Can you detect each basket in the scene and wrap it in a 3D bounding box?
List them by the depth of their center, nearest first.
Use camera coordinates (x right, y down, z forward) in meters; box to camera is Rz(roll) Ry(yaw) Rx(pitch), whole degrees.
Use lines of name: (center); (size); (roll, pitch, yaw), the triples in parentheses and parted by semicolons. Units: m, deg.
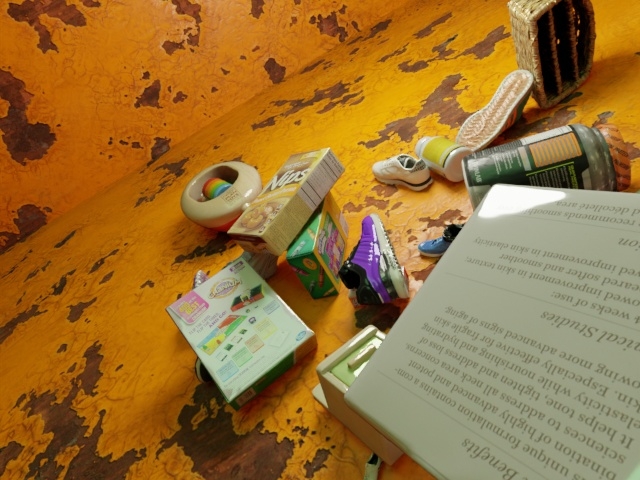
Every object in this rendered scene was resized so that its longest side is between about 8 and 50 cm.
basket: (0.707, -0.582, 1.314); (0.214, 0.299, 0.223); (-17, 35, 16)

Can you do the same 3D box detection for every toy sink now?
toy sink: (0.092, 0.265, 0.842); (0.153, 0.131, 0.234); (-31, 32, -26)

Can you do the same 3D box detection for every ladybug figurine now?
ladybug figurine: (-0.354, -0.153, 1.669); (0.305, 0.161, 0.449); (-40, 36, -12)

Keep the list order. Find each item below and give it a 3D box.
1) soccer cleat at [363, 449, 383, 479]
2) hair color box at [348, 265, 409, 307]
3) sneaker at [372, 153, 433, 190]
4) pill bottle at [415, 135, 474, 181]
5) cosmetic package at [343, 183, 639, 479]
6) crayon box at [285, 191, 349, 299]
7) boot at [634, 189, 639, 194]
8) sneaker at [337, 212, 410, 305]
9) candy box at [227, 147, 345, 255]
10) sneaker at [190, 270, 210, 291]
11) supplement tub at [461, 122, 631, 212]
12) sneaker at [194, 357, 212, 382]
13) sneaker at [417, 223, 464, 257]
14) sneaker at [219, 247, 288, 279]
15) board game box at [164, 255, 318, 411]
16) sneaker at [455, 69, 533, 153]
soccer cleat: (0.088, 0.408, 0.780); (0.029, 0.035, 0.083); (0, 45, 36)
hair color box: (0.143, 0.114, 1.091); (0.141, 0.043, 0.072); (-14, 38, 21)
sneaker: (0.246, -0.229, 1.392); (0.090, 0.094, 0.235); (-46, 37, -18)
pill bottle: (0.362, -0.249, 1.323); (0.103, 0.103, 0.184); (-34, 36, -5)
cosmetic package: (0.318, 0.183, 0.567); (0.393, 0.327, 0.329); (-51, 32, -13)
crayon box: (0.000, 0.000, 1.227); (0.081, 0.165, 0.278); (-14, 38, 23)
boot: (0.744, -0.081, 0.866); (0.244, 0.088, 0.176); (-41, 36, -1)
sneaker: (0.107, 0.044, 1.077); (0.146, 0.102, 0.293); (-23, 34, 10)
candy box: (-0.092, -0.107, 1.207); (0.183, 0.087, 0.316); (5, 53, 51)
sneaker: (-0.371, 0.187, 1.336); (0.105, 0.095, 0.236); (-33, 36, 10)
supplement tub: (0.503, -0.146, 1.020); (0.316, 0.193, 0.193); (-14, 39, 21)
sneaker: (-0.214, 0.267, 1.126); (0.097, 0.084, 0.234); (18, 58, 45)
sneaker: (0.302, -0.004, 1.085); (0.152, 0.084, 0.058); (1, 46, 37)
sneaker: (-0.199, 0.088, 1.318); (0.297, 0.129, 0.111); (-50, 38, 5)
board game box: (-0.198, 0.211, 1.091); (0.242, 0.064, 0.316); (-35, 55, -18)
sneaker: (0.534, -0.361, 1.352); (0.302, 0.121, 0.108); (-49, 58, 5)
